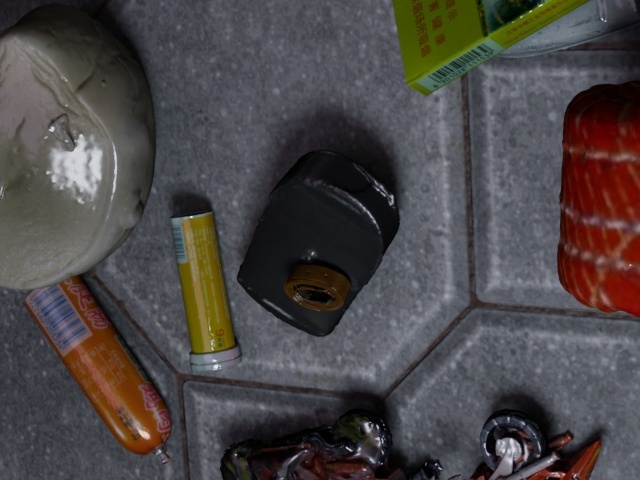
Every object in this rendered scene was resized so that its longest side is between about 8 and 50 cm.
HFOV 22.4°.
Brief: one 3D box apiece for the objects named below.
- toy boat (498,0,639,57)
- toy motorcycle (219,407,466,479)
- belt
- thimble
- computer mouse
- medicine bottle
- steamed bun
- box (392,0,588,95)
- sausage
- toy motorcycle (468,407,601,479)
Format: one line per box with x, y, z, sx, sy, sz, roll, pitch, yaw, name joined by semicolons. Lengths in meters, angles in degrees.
0.279;-0.263;1.905;0.260;0.085;0.078;-9;97;43;toy boat
0.044;0.329;2.148;0.401;0.134;0.207;-21;91;34;toy motorcycle
-0.003;0.061;2.091;0.083;0.036;0.059;10;137;21;belt
0.419;-0.055;1.714;0.350;0.350;0.231;5;105;29;thimble
0.003;-0.003;2.121;0.168;0.087;0.295;34;133;3;computer mouse
-0.161;0.069;2.242;0.074;0.074;0.218;-5;98;31;medicine bottle
-0.337;-0.115;2.207;0.236;0.247;0.384;15;110;6;steamed bun
0.227;-0.323;1.881;0.335;0.047;0.187;-28;54;32;box
-0.309;0.193;2.347;0.093;0.093;0.312;-41;81;31;sausage
0.253;0.359;2.058;0.171;0.089;0.298;22;111;23;toy motorcycle
